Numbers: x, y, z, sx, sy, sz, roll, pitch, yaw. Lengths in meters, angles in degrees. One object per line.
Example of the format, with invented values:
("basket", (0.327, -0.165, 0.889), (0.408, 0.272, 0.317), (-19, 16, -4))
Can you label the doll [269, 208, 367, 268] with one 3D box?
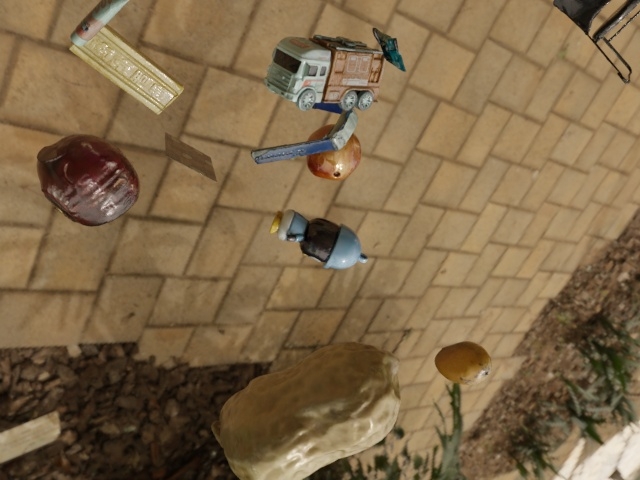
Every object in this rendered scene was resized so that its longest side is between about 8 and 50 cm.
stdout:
("doll", (0.000, 0.000, 1.944), (0.314, 0.177, 0.141), (22, 117, -3))

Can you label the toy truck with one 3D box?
("toy truck", (0.018, -0.414, 1.544), (0.305, 0.136, 0.162), (-12, 128, -44))

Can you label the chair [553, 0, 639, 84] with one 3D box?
("chair", (0.583, -0.441, 1.241), (0.140, 0.221, 0.145), (-47, 177, 35))

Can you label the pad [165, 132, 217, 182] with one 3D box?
("pad", (-0.373, -0.240, 1.812), (0.158, 0.235, 0.003), (28, 105, -24))

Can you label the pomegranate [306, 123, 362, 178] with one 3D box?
("pomegranate", (0.043, -0.306, 2.237), (0.209, 0.209, 0.209), (-23, 136, -25))

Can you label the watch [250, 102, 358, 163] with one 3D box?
("watch", (-0.044, -0.328, 1.938), (0.276, 0.275, 0.068), (-55, 141, -16))

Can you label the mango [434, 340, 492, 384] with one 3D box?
("mango", (0.255, 0.220, 1.140), (0.057, 0.114, 0.078), (-8, 91, -45))

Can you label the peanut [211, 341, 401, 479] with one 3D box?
("peanut", (-0.026, 0.235, 0.813), (0.291, 0.159, 0.143), (-29, 110, 28))

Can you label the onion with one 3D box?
("onion", (-0.569, -0.158, 1.558), (0.216, 0.207, 0.206), (-46, 132, -19))

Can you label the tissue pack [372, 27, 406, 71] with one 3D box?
("tissue pack", (0.157, -0.444, 1.472), (0.028, 0.138, 0.085), (-26, 122, 1))

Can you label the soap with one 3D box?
("soap", (-0.431, -0.390, 1.433), (0.092, 0.037, 0.252), (-39, 132, 18))

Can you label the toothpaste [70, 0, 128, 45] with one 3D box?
("toothpaste", (-0.433, -0.456, 1.264), (0.205, 0.056, 0.036), (-25, 166, 36))
